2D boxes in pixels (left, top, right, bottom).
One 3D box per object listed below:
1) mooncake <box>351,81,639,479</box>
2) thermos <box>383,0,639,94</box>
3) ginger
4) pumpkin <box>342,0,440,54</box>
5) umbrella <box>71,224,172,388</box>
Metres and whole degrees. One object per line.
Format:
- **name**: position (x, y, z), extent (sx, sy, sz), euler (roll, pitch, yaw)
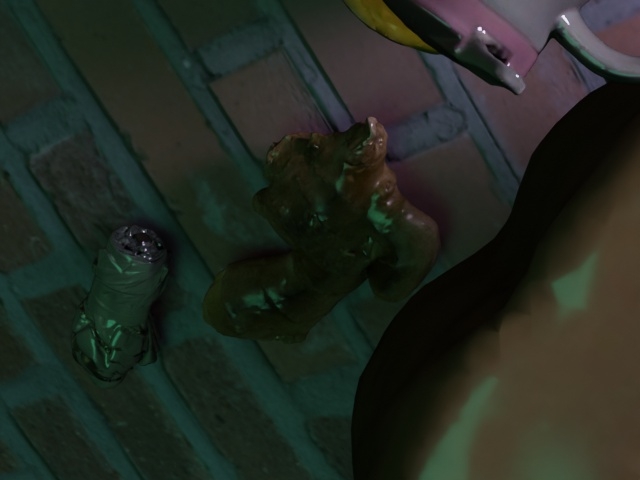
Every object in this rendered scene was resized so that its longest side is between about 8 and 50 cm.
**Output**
- **mooncake**: position (0.243, 0.123, 0.833), extent (0.467, 0.262, 0.467), euler (-1, 105, -3)
- **thermos**: position (0.136, -0.184, 0.727), extent (0.176, 0.146, 0.265), euler (36, 95, 10)
- **ginger**: position (-0.010, -0.004, 1.111), extent (0.214, 0.059, 0.133), euler (-23, 115, 37)
- **pumpkin**: position (0.050, -0.258, 0.864), extent (0.222, 0.139, 0.317), euler (-31, 102, 40)
- **umbrella**: position (-0.144, 0.051, 1.215), extent (0.067, 0.062, 0.143), euler (6, 127, -13)
